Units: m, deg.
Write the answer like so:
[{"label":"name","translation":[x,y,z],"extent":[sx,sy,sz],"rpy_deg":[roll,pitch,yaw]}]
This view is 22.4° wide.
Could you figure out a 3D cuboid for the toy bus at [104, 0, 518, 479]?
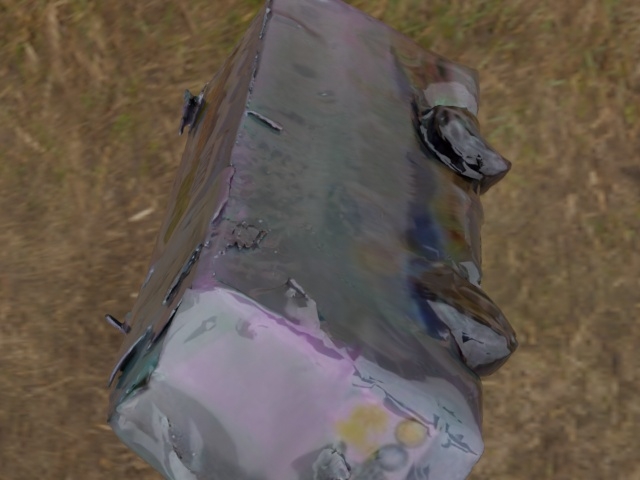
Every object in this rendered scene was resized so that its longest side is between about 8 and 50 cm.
[{"label":"toy bus","translation":[0.000,0.000,0.681],"extent":[0.138,0.317,0.112],"rpy_deg":[31,115,-12]}]
